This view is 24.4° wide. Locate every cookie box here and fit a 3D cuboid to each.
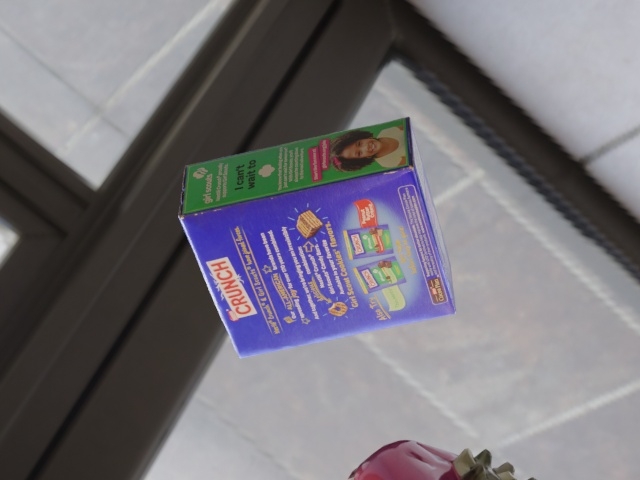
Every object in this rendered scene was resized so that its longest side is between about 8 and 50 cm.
[{"bbox_3d":[0.000,0.000,0.680,0.107,0.040,0.092,-12,128,9],"label":"cookie box"}]

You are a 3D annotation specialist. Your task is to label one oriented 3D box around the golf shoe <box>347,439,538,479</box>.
[{"bbox_3d":[0.093,0.195,0.500,0.140,0.115,0.306,-41,110,9],"label":"golf shoe"}]
